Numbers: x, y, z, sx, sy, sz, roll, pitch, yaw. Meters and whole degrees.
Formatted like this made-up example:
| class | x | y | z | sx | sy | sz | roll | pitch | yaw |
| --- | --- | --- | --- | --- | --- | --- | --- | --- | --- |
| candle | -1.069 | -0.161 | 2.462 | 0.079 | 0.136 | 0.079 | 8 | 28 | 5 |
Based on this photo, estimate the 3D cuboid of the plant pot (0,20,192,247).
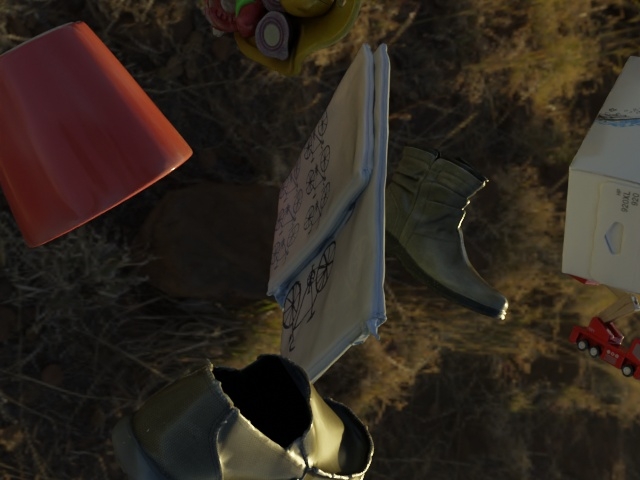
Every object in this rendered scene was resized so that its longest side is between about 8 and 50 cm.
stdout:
| class | x | y | z | sx | sy | sz | roll | pitch | yaw |
| --- | --- | --- | --- | --- | --- | --- | --- | --- | --- |
| plant pot | -0.360 | -0.161 | 1.255 | 0.275 | 0.275 | 0.243 | -41 | 106 | -42 |

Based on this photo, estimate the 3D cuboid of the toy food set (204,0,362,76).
| class | x | y | z | sx | sy | sz | roll | pitch | yaw |
| --- | --- | --- | --- | --- | --- | --- | --- | --- | --- |
| toy food set | -0.056 | -0.227 | 0.779 | 0.071 | 0.218 | 0.128 | 15 | 102 | -41 |

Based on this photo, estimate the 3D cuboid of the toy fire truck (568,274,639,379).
| class | x | y | z | sx | sy | sz | roll | pitch | yaw |
| --- | --- | --- | --- | --- | --- | --- | --- | --- | --- |
| toy fire truck | 0.468 | 0.125 | 1.407 | 0.047 | 0.192 | 0.135 | 8 | 106 | -42 |

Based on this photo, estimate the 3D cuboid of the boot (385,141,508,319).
| class | x | y | z | sx | sy | sz | roll | pitch | yaw |
| --- | --- | --- | --- | --- | --- | --- | --- | --- | --- |
| boot | 0.166 | -0.021 | 1.122 | 0.161 | 0.246 | 0.083 | -58 | 149 | 8 |

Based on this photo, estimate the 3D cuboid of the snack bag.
| class | x | y | z | sx | sy | sz | roll | pitch | yaw |
| --- | --- | --- | --- | --- | --- | --- | --- | --- | --- |
| snack bag | 0.000 | 0.000 | 0.994 | 0.037 | 0.323 | 0.342 | 12 | 60 | -16 |

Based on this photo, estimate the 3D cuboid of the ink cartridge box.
| class | x | y | z | sx | sy | sz | roll | pitch | yaw |
| --- | --- | --- | --- | --- | --- | --- | --- | --- | --- |
| ink cartridge box | 0.400 | -0.070 | 1.015 | 0.232 | 0.168 | 0.171 | -53 | 147 | -34 |

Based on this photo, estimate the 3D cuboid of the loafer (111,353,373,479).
| class | x | y | z | sx | sy | sz | roll | pitch | yaw |
| --- | --- | --- | --- | --- | --- | --- | --- | --- | --- |
| loafer | -0.025 | 0.132 | 0.596 | 0.087 | 0.094 | 0.251 | -47 | 152 | 14 |
